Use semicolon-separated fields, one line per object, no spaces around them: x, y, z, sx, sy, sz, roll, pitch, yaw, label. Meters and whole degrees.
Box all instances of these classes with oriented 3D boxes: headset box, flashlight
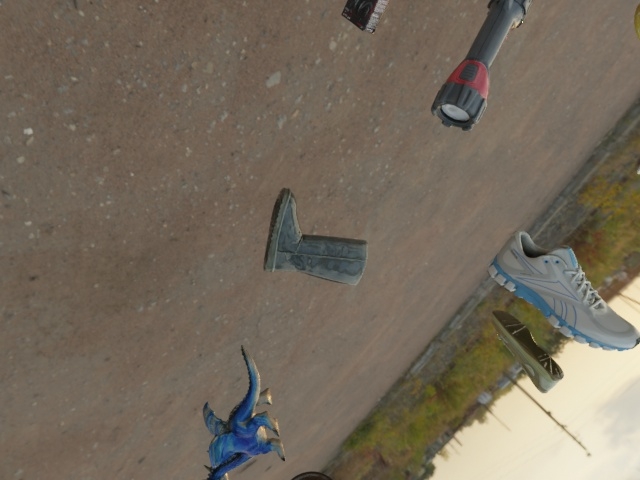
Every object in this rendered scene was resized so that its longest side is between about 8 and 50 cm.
0.081;-0.403;0.729;0.032;0.062;0.083;-13;144;-44;headset box
0.334;-0.374;0.877;0.103;0.103;0.304;33;81;-24;flashlight

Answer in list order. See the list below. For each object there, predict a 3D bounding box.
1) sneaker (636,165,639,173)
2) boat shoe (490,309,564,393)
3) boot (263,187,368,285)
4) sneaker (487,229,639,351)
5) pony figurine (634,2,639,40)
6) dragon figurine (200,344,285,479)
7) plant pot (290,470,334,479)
0.438;-0.098;0.556;0.061;0.054;0.152;-45;158;28;sneaker
0.341;0.185;0.741;0.056;0.153;0.048;-2;130;-33;boat shoe
0.000;-0.002;0.876;0.208;0.076;0.190;8;113;-12;boot
0.299;0.054;0.532;0.071;0.190;0.083;-16;133;-38;sneaker
0.442;-0.253;0.299;0.351;0.363;0.303;44;72;-27;pony figurine
-0.140;0.302;0.688;0.144;0.085;0.289;-13;128;-10;dragon figurine
-0.013;0.518;0.768;0.215;0.215;0.231;-25;133;-31;plant pot
